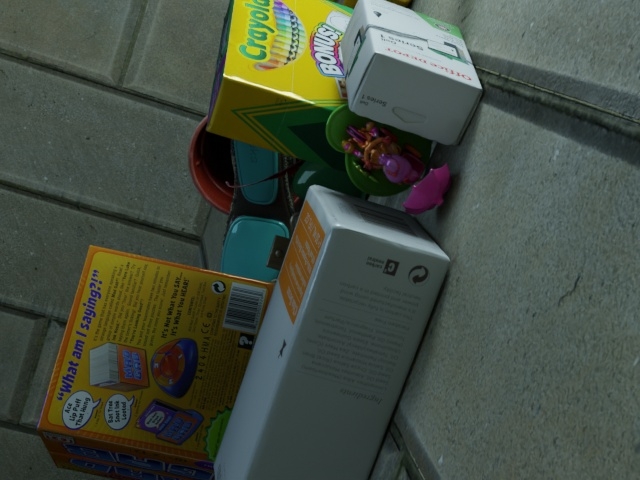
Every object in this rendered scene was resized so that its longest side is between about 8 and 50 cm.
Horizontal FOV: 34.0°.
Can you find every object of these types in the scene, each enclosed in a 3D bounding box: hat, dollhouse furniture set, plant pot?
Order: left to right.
[{"bbox_3d":[-0.141,-0.218,2.344,0.265,0.272,0.272,-83,14,-66],"label":"plant pot"},{"bbox_3d":[-0.035,-0.111,1.796,0.173,0.184,0.208,-108,31,-42],"label":"hat"},{"bbox_3d":[0.000,0.000,1.717,0.151,0.123,0.144,-155,82,-77],"label":"dollhouse furniture set"}]

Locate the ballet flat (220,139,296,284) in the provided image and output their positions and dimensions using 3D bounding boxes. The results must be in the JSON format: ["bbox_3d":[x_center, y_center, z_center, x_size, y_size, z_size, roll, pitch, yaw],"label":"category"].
[{"bbox_3d":[-0.106,-0.076,2.159,0.182,0.164,0.482,-42,-41,-62],"label":"ballet flat"}]

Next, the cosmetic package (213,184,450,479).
[{"bbox_3d":[0.000,0.178,1.410,0.230,0.161,0.453,-119,47,-73],"label":"cosmetic package"}]

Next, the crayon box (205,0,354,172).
[{"bbox_3d":[-0.003,-0.259,1.633,0.363,0.313,0.106,-91,21,-53],"label":"crayon box"}]

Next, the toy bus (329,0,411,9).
[{"bbox_3d":[0.096,-0.458,1.930,0.333,0.108,0.130,137,147,-66],"label":"toy bus"}]

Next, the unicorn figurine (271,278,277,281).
[{"bbox_3d":[-0.013,0.026,1.918,0.162,0.060,0.111,-58,11,-5],"label":"unicorn figurine"}]

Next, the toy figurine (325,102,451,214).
[{"bbox_3d":[0.103,-0.102,1.386,0.130,0.173,0.159,-54,30,8],"label":"toy figurine"}]

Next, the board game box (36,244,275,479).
[{"bbox_3d":[-0.306,0.268,2.022,0.356,0.356,0.356,109,173,-66],"label":"board game box"}]

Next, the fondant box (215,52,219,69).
[{"bbox_3d":[-0.099,-0.454,2.462,0.330,0.238,0.096,148,138,-71],"label":"fondant box"}]

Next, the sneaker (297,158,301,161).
[{"bbox_3d":[0.026,-0.218,2.055,0.098,0.083,0.223,-52,0,-33],"label":"sneaker"}]

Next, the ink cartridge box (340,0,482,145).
[{"bbox_3d":[0.120,-0.237,1.434,0.219,0.160,0.092,-95,25,-57],"label":"ink cartridge box"}]
